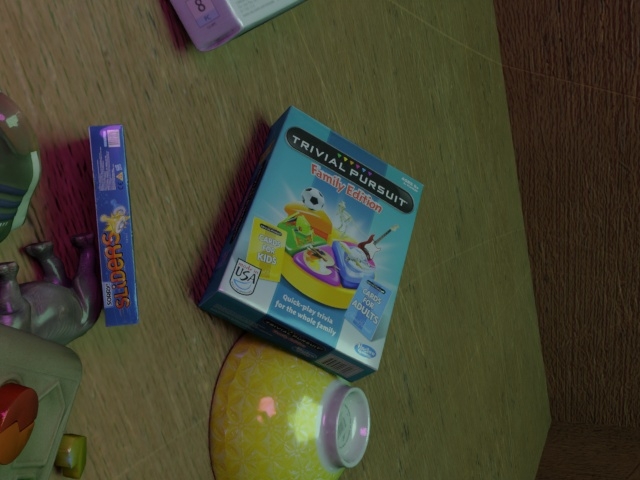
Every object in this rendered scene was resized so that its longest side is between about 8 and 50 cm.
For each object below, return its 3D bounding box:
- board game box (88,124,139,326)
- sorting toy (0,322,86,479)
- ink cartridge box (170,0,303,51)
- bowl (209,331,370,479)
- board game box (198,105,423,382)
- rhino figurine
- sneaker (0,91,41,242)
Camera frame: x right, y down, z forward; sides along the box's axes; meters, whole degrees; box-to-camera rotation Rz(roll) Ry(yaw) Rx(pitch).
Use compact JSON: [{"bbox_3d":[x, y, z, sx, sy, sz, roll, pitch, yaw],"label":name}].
[{"bbox_3d":[-0.220,-0.018,0.839,0.136,0.035,0.201,-170,-105,-76],"label":"board game box"},{"bbox_3d":[-0.257,0.204,0.696,0.307,0.041,0.229,80,20,-75],"label":"sorting toy"},{"bbox_3d":[-0.153,-0.479,1.060,0.385,0.091,0.308,60,36,-14],"label":"ink cartridge box"},{"bbox_3d":[-0.020,0.270,1.160,0.289,0.156,0.289,5,84,-61],"label":"bowl"},{"bbox_3d":[0.000,0.000,1.151,0.254,0.079,0.336,29,57,-17],"label":"board game box"},{"bbox_3d":[-0.299,0.073,0.732,0.243,0.073,0.106,-30,112,-57],"label":"rhino figurine"},{"bbox_3d":[-0.294,-0.039,0.666,0.064,0.192,0.086,39,53,1],"label":"sneaker"}]
